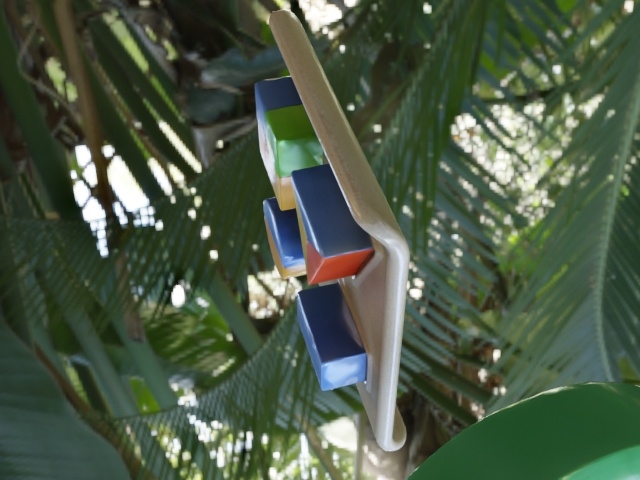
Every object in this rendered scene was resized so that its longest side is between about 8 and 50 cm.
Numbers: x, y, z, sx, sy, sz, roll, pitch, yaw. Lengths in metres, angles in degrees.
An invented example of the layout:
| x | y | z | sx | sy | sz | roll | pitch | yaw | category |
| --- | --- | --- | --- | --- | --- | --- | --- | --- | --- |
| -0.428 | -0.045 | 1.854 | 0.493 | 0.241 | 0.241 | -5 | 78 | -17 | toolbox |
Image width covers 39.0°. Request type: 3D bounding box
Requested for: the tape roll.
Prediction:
| x | y | z | sx | sy | sz | roll | pitch | yaw | category |
| --- | --- | --- | --- | --- | --- | --- | --- | --- | --- |
| 0.160 | 0.250 | 0.575 | 0.321 | 0.321 | 0.077 | -12 | -158 | -19 | tape roll |

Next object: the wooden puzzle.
| x | y | z | sx | sy | sz | roll | pitch | yaw | category |
| --- | --- | --- | --- | --- | --- | --- | --- | --- | --- |
| 0.000 | 0.000 | 0.893 | 0.081 | 0.347 | 0.322 | -16 | -132 | -7 | wooden puzzle |
